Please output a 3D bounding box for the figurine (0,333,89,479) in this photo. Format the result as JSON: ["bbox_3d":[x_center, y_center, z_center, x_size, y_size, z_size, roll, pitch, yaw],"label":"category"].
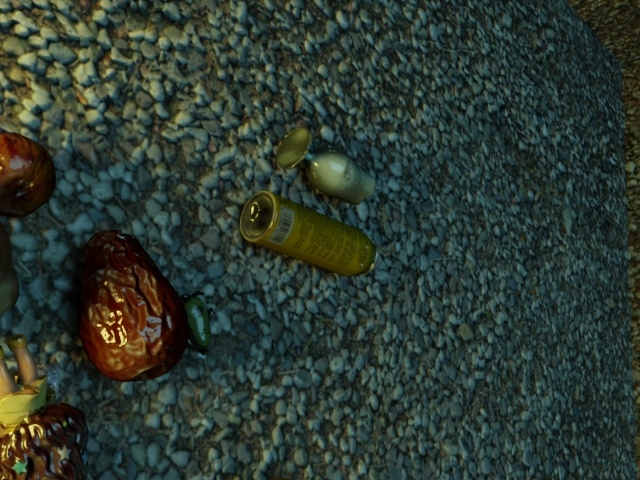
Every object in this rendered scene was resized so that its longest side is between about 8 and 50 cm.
[{"bbox_3d":[-0.398,0.249,1.080,0.174,0.115,0.240,-30,101,-48],"label":"figurine"}]

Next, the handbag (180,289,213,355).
[{"bbox_3d":[-0.215,0.144,1.362,0.072,0.047,0.111,-15,89,-48],"label":"handbag"}]

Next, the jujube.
[{"bbox_3d":[-0.296,0.100,1.218,0.168,0.168,0.236,-5,68,-48],"label":"jujube"}]

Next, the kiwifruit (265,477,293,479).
[{"bbox_3d":[-0.090,0.509,1.295,0.234,0.196,0.196,-42,111,-41],"label":"kiwifruit"}]

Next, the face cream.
[{"bbox_3d":[0.000,0.000,1.595,0.348,0.105,0.105,21,65,-43],"label":"face cream"}]

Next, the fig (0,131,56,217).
[{"bbox_3d":[-0.453,-0.103,1.121,0.150,0.128,0.128,38,49,-2],"label":"fig"}]

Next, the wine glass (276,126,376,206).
[{"bbox_3d":[0.018,-0.149,1.656,0.222,0.103,0.103,27,61,-39],"label":"wine glass"}]

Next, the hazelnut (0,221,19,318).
[{"bbox_3d":[-0.498,0.036,0.939,0.261,0.241,0.261,-10,108,-32],"label":"hazelnut"}]
